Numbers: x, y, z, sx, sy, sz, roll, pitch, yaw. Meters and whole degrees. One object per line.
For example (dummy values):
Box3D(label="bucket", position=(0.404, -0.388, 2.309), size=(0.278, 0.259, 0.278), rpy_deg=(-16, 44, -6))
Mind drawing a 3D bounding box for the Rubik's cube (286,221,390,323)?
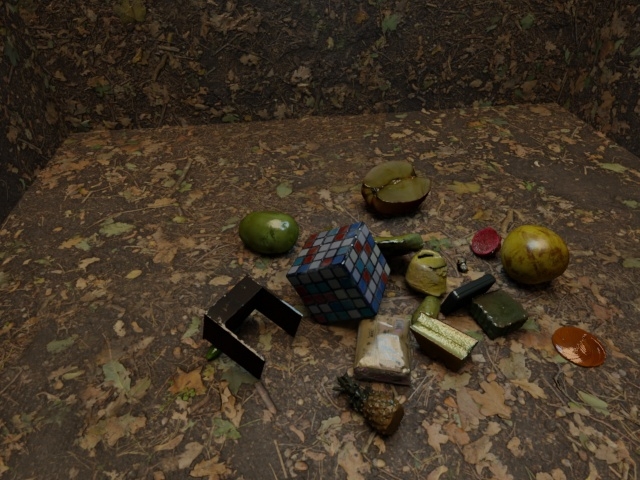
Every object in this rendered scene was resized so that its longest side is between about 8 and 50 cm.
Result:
Box3D(label="Rubik's cube", position=(0.085, 0.136, 1.715), size=(0.292, 0.287, 0.293), rpy_deg=(-13, 31, 35))

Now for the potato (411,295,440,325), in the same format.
Box3D(label="potato", position=(0.449, 0.302, 1.742), size=(0.105, 0.085, 0.188), rpy_deg=(-2, 30, 34))

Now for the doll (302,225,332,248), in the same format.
Box3D(label="doll", position=(0.000, 0.000, 2.113), size=(0.137, 0.097, 0.209), rpy_deg=(-21, 15, 40))

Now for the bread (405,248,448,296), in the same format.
Box3D(label="bread", position=(0.482, 0.150, 1.852), size=(0.197, 0.170, 0.197), rpy_deg=(5, 30, -3))

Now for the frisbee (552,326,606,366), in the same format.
Box3D(label="frisbee", position=(1.023, 0.411, 1.637), size=(0.192, 0.035, 0.192), rpy_deg=(-1, 40, 1))

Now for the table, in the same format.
Box3D(label="table", position=(-0.260, 0.329, 1.590), size=(0.282, 0.196, 0.250), rpy_deg=(33, 48, 12))

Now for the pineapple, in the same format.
Box3D(label="pineapple", position=(0.160, 0.550, 1.425), size=(0.248, 0.128, 0.128), rpy_deg=(25, 46, 36))

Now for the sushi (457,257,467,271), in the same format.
Box3D(label="sushi", position=(0.681, 0.122, 1.997), size=(0.046, 0.044, 0.083), rpy_deg=(-13, 34, 20))

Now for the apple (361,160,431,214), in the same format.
Box3D(label="apple", position=(0.414, -0.297, 2.313), size=(0.365, 0.295, 0.329), rpy_deg=(-25, 9, -21))

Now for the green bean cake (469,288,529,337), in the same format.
Box3D(label="green bean cake", position=(0.734, 0.305, 1.722), size=(0.173, 0.094, 0.181), rpy_deg=(-15, 42, -17))

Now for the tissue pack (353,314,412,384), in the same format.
Box3D(label="tissue pack", position=(0.243, 0.407, 1.585), size=(0.215, 0.123, 0.256), rpy_deg=(4, 39, 9))

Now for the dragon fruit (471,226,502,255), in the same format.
Box3D(label="dragon fruit", position=(0.846, 0.026, 2.065), size=(0.111, 0.153, 0.153), rpy_deg=(27, 26, -33))

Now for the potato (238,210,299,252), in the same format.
Box3D(label="potato", position=(-0.259, -0.044, 2.070), size=(0.304, 0.215, 0.216), rpy_deg=(11, 41, 6))

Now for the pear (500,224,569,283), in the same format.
Box3D(label="pear", position=(0.961, 0.062, 1.876), size=(0.281, 0.280, 0.280), rpy_deg=(0, 40, 0))

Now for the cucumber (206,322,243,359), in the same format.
Box3D(label="cucumber", position=(-0.371, 0.382, 1.671), size=(0.056, 0.056, 0.250), rpy_deg=(17, 45, 20))

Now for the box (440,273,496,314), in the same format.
Box3D(label="box", position=(0.627, 0.228, 1.766), size=(0.230, 0.160, 0.050), rpy_deg=(-20, 59, -22))

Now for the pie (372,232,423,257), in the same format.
Box3D(label="pie", position=(0.324, 0.024, 1.909), size=(0.297, 0.371, 0.078), rpy_deg=(-10, 79, 22))

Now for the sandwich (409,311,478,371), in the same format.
Box3D(label="sandwich", position=(0.464, 0.384, 1.597), size=(0.236, 0.128, 0.122), rpy_deg=(31, 55, 23))
